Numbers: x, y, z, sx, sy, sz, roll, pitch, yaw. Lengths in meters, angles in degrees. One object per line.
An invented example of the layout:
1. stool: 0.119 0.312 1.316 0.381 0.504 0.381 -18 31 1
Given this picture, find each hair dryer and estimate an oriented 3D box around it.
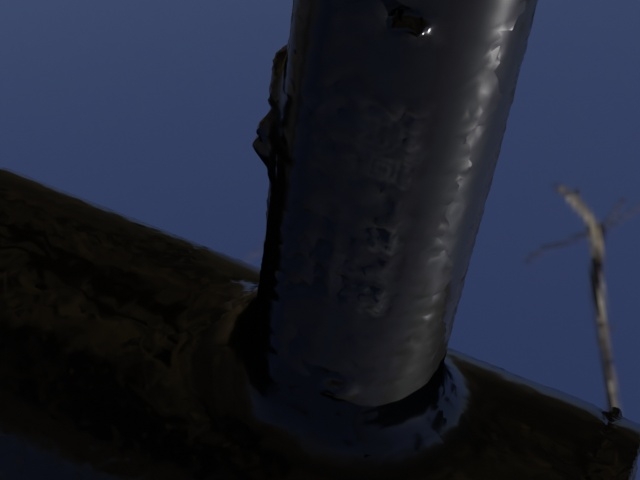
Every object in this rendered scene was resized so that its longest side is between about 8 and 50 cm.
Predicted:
1. hair dryer: 0.000 0.000 0.393 0.197 0.251 0.089 22 -132 7
